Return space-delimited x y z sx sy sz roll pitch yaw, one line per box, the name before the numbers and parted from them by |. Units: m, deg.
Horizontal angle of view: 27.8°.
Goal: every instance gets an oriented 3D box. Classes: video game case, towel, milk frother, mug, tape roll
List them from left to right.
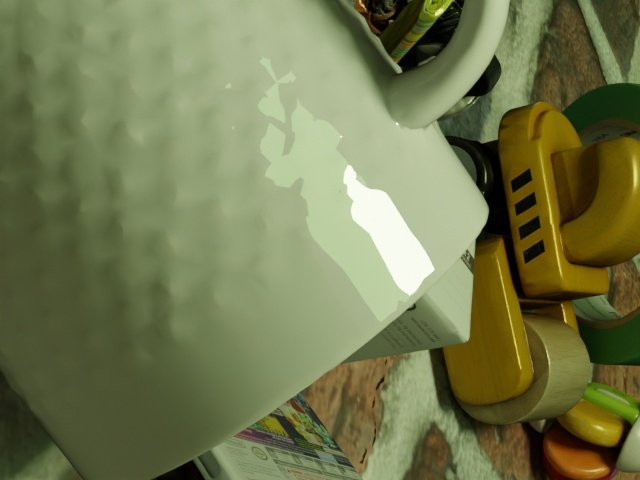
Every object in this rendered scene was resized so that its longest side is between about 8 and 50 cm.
mug | -0.074 -0.098 0.696 0.328 0.374 0.276 55 26 -7
video game case | -0.037 0.148 0.919 0.201 0.023 0.183 27 20 -54
towel | 0.053 -0.148 0.943 0.021 0.237 0.102 37 64 -6
milk frother | 0.098 -0.174 1.342 0.143 0.129 0.135 -42 125 -9
tape roll | 0.352 -0.017 1.481 0.077 0.321 0.321 4 72 -29

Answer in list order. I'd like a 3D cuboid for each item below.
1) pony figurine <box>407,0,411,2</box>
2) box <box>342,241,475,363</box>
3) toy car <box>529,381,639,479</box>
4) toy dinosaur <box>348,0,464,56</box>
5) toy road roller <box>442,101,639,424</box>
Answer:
pony figurine | -0.027 -0.311 0.983 0.351 0.303 0.363 50 55 0
box | 0.000 0.000 0.982 0.181 0.182 0.119 46 41 -44
toy car | 0.320 0.230 1.524 0.182 0.159 0.136 -15 126 -62
toy dinosaur | 0.066 -0.263 1.189 0.164 0.218 0.322 160 -46 -85
toy road roller | 0.249 0.017 1.358 0.202 0.240 0.329 7 72 -59
